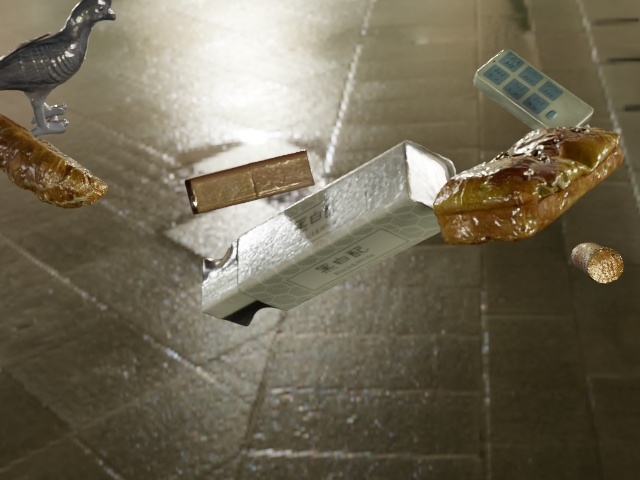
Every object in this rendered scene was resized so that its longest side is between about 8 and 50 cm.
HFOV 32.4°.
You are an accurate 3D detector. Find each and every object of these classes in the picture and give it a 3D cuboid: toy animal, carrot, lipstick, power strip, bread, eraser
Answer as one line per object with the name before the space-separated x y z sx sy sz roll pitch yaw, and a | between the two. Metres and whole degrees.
toy animal | -0.446 -0.249 1.700 0.367 0.205 0.081 -34 55 -16
carrot | 0.354 0.024 1.444 0.048 0.048 0.139 -6 7 -1
lipstick | -0.081 -0.068 1.279 0.145 0.045 0.045 -14 5 2
power strip | 0.322 -0.217 1.677 0.192 0.035 0.081 41 63 21
bread | 0.238 -0.068 1.219 0.139 0.077 0.271 -4 16 40
eraser | 0.000 0.000 1.479 0.404 0.096 0.098 -28 51 37
bread | -0.391 -0.100 1.533 0.233 0.076 0.105 34 2 24
